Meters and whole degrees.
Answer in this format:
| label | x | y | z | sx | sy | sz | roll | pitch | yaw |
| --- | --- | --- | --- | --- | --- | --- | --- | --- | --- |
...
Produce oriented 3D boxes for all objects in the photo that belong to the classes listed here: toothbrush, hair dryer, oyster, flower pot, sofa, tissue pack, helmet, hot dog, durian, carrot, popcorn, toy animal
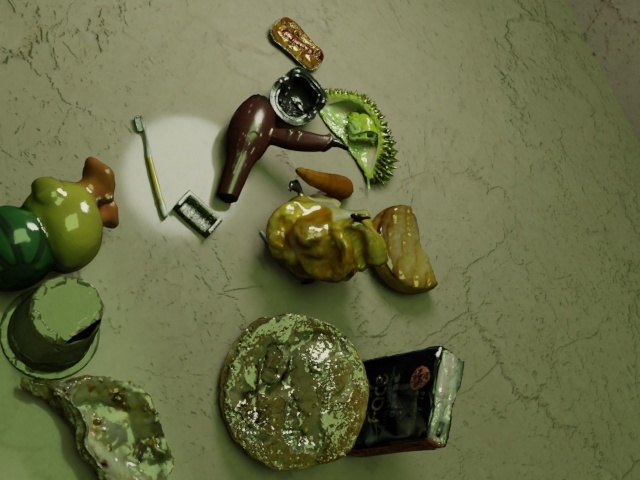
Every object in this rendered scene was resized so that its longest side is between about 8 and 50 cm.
| label | x | y | z | sx | sy | sz | roll | pitch | yaw |
| --- | --- | --- | --- | --- | --- | --- | --- | --- | --- |
| toothbrush | -0.123 | 0.026 | 1.894 | 0.131 | 0.011 | 0.013 | 52 | 33 | -1 |
| hair dryer | -0.095 | -0.233 | 1.889 | 0.340 | 0.123 | 0.313 | 9 | 69 | 7 |
| oyster | -0.447 | 0.405 | 1.498 | 0.396 | 0.111 | 0.204 | 53 | 36 | 0 |
| flower pot | -0.546 | 0.176 | 1.465 | 0.212 | 0.202 | 0.212 | 11 | 68 | -28 |
| sofa | -0.316 | -0.067 | 1.800 | 0.118 | 0.039 | 0.060 | 43 | 55 | -8 |
| tissue pack | 0.186 | 0.402 | 1.720 | 0.123 | 0.332 | 0.245 | 35 | 54 | -25 |
| toothbrush | -0.435 | -0.190 | 1.794 | 0.024 | 0.021 | 0.288 | -12 | 76 | -23 |
| helmet | -0.078 | -0.407 | 2.051 | 0.177 | 0.107 | 0.153 | -44 | 98 | -18 |
| hot dog | -0.070 | -0.610 | 2.171 | 0.191 | 0.059 | 0.108 | 41 | 59 | -12 |
| durian | 0.129 | -0.331 | 2.161 | 0.169 | 0.157 | 0.355 | -31 | 86 | 0 |
| carrot | 0.015 | -0.160 | 1.950 | 0.336 | 0.069 | 0.069 | 8 | 62 | -62 |
| popcorn | 0.000 | 0.000 | 1.844 | 0.297 | 0.281 | 0.316 | 0 | 30 | -25 |
| toy animal | -0.581 | -0.016 | 1.507 | 0.338 | 0.216 | 0.191 | -33 | 62 | -29 |

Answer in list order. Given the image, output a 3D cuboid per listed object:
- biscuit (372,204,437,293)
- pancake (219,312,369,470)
| label | x | y | z | sx | sy | sz | roll | pitch | yaw |
| --- | --- | --- | --- | --- | --- | --- | --- | --- | --- |
| biscuit | 0.229 | 0.027 | 2.054 | 0.213 | 0.091 | 0.274 | 1 | 71 | -33 |
| pancake | -0.062 | 0.362 | 1.697 | 0.386 | 0.082 | 0.387 | 3 | 66 | -7 |
